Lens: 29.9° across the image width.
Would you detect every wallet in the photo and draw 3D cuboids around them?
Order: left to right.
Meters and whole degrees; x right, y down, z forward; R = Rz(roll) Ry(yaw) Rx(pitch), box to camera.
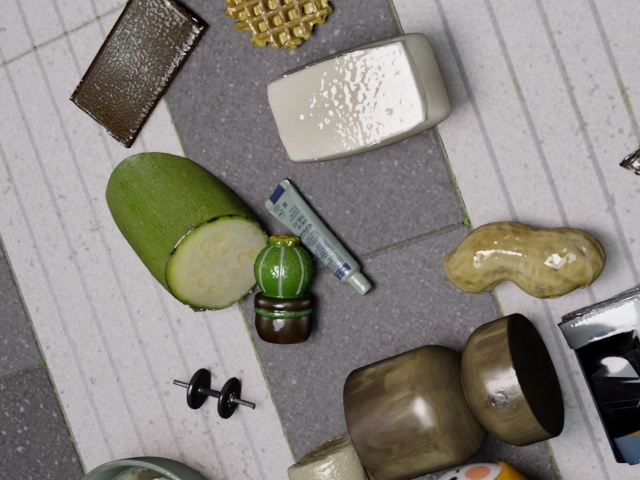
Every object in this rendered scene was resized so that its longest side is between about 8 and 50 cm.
[{"bbox_3d":[-0.287,-0.278,1.883,0.133,0.039,0.243,38,111,6],"label":"wallet"},{"bbox_3d":[0.435,0.184,1.636,0.170,0.069,0.230,-23,88,29],"label":"wallet"}]

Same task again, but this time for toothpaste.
[{"bbox_3d":[0.000,0.000,1.807,0.216,0.037,0.062,46,116,14],"label":"toothpaste"}]

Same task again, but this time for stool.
[{"bbox_3d":[0.186,0.227,1.688,0.264,0.179,0.179,-22,90,25],"label":"stool"}]

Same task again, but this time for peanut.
[{"bbox_3d":[0.279,0.026,1.661,0.230,0.098,0.103,4,73,25],"label":"peanut"}]

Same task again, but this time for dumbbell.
[{"bbox_3d":[-0.169,0.243,1.901,0.147,0.069,0.069,13,104,20],"label":"dumbbell"}]

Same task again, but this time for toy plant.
[{"bbox_3d":[-0.055,0.072,1.814,0.093,0.093,0.162,3,98,23],"label":"toy plant"}]

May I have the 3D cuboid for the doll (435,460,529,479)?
[{"bbox_3d":[0.209,0.426,1.648,0.214,0.236,0.213,19,125,28],"label":"doll"}]

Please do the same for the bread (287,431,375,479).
[{"bbox_3d":[0.031,0.373,1.794,0.134,0.148,0.141,-21,90,9],"label":"bread"}]

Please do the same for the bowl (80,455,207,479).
[{"bbox_3d":[-0.254,0.468,1.934,0.289,0.146,0.289,4,101,21],"label":"bowl"}]

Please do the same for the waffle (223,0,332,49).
[{"bbox_3d":[-0.062,-0.370,1.770,0.191,0.038,0.191,4,100,22],"label":"waffle"}]

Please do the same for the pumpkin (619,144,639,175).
[{"bbox_3d":[0.460,-0.108,1.596,0.101,0.035,0.073,31,121,12],"label":"pumpkin"}]

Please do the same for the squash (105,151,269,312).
[{"bbox_3d":[-0.212,-0.027,1.901,0.260,0.189,0.189,47,118,49],"label":"squash"}]

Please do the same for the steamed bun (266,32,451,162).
[{"bbox_3d":[0.061,-0.198,1.677,0.242,0.164,0.146,-15,94,23],"label":"steamed bun"}]
